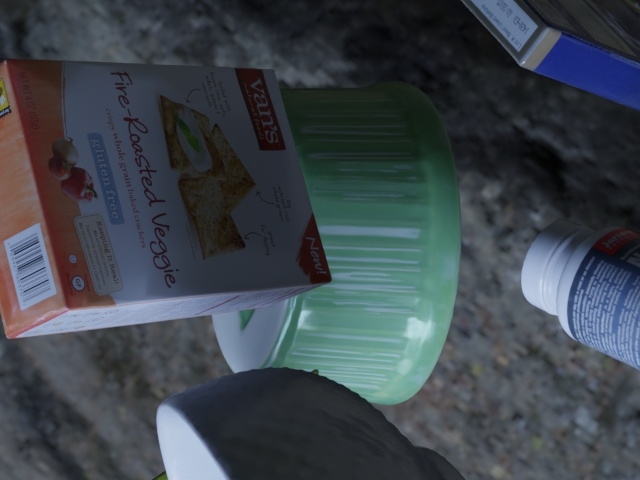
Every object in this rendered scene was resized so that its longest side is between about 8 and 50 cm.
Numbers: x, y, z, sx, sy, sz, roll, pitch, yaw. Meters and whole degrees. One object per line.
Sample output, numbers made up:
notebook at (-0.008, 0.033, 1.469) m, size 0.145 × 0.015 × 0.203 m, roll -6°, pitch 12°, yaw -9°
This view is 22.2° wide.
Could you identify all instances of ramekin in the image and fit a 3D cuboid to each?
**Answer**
ramekin at (0.000, 0.000, 1.502) m, size 0.148 × 0.303 × 0.303 m, roll 2°, pitch 178°, yaw -20°

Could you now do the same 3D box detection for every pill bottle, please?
pill bottle at (0.261, 0.048, 1.360) m, size 0.180 × 0.108 × 0.108 m, roll 25°, pitch 162°, yaw 41°

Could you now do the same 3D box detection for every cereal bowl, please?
cereal bowl at (0.032, 0.222, 0.967) m, size 0.339 × 0.141 × 0.339 m, roll 57°, pitch 162°, yaw 31°

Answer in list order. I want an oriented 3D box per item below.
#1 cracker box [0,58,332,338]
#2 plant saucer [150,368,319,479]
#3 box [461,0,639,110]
cracker box at (-0.107, -0.030, 1.033) m, size 0.067 × 0.155 × 0.232 m, roll -24°, pitch 168°, yaw 39°
plant saucer at (-0.087, 0.193, 1.331) m, size 0.045 × 0.188 × 0.188 m, roll 55°, pitch 153°, yaw 6°
box at (0.173, -0.142, 1.084) m, size 0.225 × 0.036 × 0.136 m, roll 11°, pitch -147°, yaw -44°
